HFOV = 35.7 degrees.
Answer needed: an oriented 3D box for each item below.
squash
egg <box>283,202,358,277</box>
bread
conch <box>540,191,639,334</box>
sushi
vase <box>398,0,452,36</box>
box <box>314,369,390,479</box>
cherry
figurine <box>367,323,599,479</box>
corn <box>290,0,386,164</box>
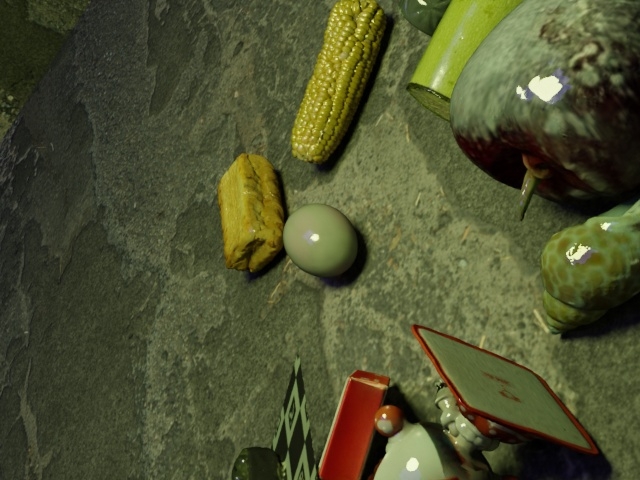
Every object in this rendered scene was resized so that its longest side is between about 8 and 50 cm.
[{"bbox_3d":[0.223,-0.275,1.312,0.247,0.132,0.132,-61,33,1],"label":"squash"},{"bbox_3d":[0.000,0.000,1.448,0.103,0.103,0.135,-58,34,7],"label":"egg"},{"bbox_3d":[-0.115,-0.046,1.659,0.114,0.083,0.211,-45,37,34],"label":"bread"},{"bbox_3d":[0.295,0.020,1.033,0.173,0.106,0.116,-41,12,1],"label":"conch"},{"bbox_3d":[-0.079,0.363,1.158,0.359,0.064,0.343,-101,24,-61],"label":"sushi"},{"bbox_3d":[0.227,-0.434,1.396,0.301,0.156,0.251,-59,-6,30],"label":"vase"},{"bbox_3d":[0.042,0.216,1.161,0.229,0.050,0.123,41,-115,-83],"label":"box"},{"bbox_3d":[0.274,-0.157,1.082,0.255,0.218,0.296,4,57,59],"label":"cherry"},{"bbox_3d":[0.132,0.240,1.034,0.226,0.183,0.160,-60,26,15],"label":"figurine"},{"bbox_3d":[0.025,-0.258,1.600,0.101,0.101,0.292,7,72,56],"label":"corn"}]
